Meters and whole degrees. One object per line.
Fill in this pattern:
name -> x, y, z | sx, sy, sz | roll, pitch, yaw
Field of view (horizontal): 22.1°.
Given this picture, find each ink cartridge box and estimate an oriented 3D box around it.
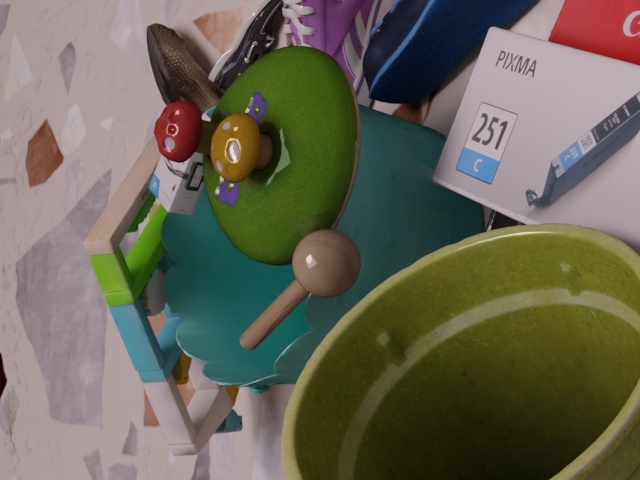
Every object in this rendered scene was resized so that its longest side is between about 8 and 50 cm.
ink cartridge box -> -0.120, -0.071, 1.471 | 0.048, 0.028, 0.083 | 46, 119, 48
ink cartridge box -> 0.222, -0.124, 1.225 | 0.296, 0.066, 0.261 | 30, 100, 61

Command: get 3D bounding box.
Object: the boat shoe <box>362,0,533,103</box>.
boat shoe -> 0.106, -0.220, 1.436 | 0.258, 0.109, 0.089 | -38, 51, 42

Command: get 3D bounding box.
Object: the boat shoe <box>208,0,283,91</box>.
boat shoe -> -0.070, -0.208, 1.732 | 0.038, 0.046, 0.125 | 38, 108, 2

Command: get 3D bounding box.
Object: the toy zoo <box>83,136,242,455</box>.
toy zoo -> -0.133, 0.070, 1.587 | 0.030, 0.293, 0.192 | -7, 32, 21

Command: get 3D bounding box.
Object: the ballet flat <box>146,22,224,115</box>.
ballet flat -> -0.138, -0.169, 1.813 | 0.250, 0.058, 0.084 | -125, 21, -50

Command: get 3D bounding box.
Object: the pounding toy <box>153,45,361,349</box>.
pounding toy -> -0.062, -0.051, 1.316 | 0.183, 0.110, 0.237 | -32, 58, 47

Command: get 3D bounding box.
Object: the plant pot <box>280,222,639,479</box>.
plant pot -> 0.151, 0.173, 1.130 | 0.276, 0.254, 0.276 | -23, 34, 16

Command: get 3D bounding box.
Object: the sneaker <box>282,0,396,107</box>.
sneaker -> -0.016, -0.220, 1.558 | 0.102, 0.161, 0.282 | 35, 113, 50

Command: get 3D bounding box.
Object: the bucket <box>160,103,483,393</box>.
bucket -> 0.000, 0.000, 1.473 | 0.281, 0.183, 0.281 | -15, 71, 52

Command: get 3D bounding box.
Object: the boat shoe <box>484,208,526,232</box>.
boat shoe -> 0.152, 0.057, 1.347 | 0.078, 0.070, 0.219 | -12, 74, 53
